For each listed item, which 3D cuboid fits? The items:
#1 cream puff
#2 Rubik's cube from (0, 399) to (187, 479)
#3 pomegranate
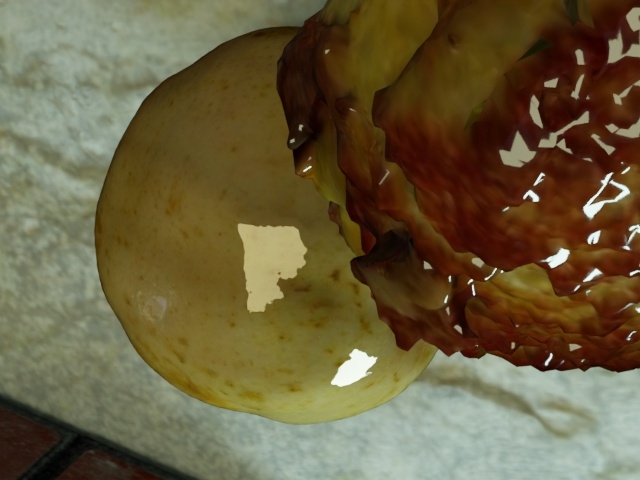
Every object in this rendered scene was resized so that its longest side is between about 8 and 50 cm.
[{"bbox_3d":[0.139,-0.086,0.541,0.229,0.350,0.350,42,130,-9],"label":"cream puff"},{"bbox_3d":[-0.205,0.336,1.000,0.305,0.304,0.301,20,124,22],"label":"Rubik's cube"},{"bbox_3d":[-0.014,-0.007,0.758,0.207,0.207,0.207,14,123,23],"label":"pomegranate"}]
